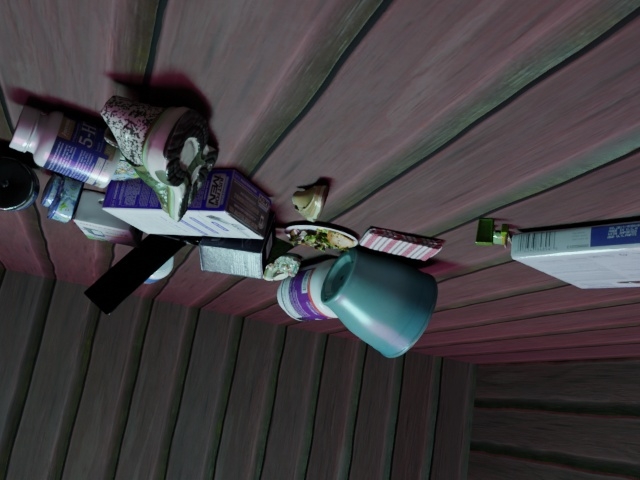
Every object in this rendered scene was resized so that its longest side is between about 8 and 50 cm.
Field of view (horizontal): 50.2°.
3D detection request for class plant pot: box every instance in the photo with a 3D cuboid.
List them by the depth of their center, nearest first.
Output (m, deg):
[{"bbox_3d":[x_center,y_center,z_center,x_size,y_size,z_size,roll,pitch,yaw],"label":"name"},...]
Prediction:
[{"bbox_3d":[0.151,0.155,1.951,0.255,0.272,0.271,31,159,-17],"label":"plant pot"}]

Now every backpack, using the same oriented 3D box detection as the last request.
[{"bbox_3d":[-0.643,-0.106,1.691,0.084,0.115,0.105,17,164,-28],"label":"backpack"}]

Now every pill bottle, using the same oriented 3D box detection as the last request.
[{"bbox_3d":[-0.484,-0.183,1.303,0.186,0.112,0.112,20,162,-27],"label":"pill bottle"},{"bbox_3d":[-0.729,-0.129,1.607,0.122,0.123,0.219,14,177,-18],"label":"pill bottle"},{"bbox_3d":[-0.014,0.164,2.187,0.181,0.182,0.323,16,164,-25],"label":"pill bottle"},{"bbox_3d":[-0.566,0.075,2.308,0.124,0.124,0.221,16,165,-23],"label":"pill bottle"}]

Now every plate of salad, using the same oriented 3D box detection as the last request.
[{"bbox_3d":[0.000,0.000,1.824,0.199,0.048,0.200,8,166,2],"label":"plate of salad"}]

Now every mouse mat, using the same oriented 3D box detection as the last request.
[{"bbox_3d":[-0.179,0.022,1.789,0.152,0.007,0.189,24,-147,24],"label":"mouse mat"}]

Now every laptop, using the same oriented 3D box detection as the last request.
[{"bbox_3d":[-0.408,0.102,1.932,0.407,0.237,0.382,15,178,-28],"label":"laptop"}]

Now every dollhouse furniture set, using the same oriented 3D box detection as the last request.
[{"bbox_3d":[0.392,0.001,1.560,0.076,0.059,0.151,3,164,23],"label":"dollhouse furniture set"}]

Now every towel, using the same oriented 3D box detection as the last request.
[{"bbox_3d":[0.205,0.008,1.775,0.196,0.029,0.144,13,165,-4],"label":"towel"}]

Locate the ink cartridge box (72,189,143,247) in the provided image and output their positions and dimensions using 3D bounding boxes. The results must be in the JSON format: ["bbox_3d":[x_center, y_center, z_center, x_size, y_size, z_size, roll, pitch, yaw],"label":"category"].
[{"bbox_3d":[-0.576,-0.056,1.881,0.154,0.093,0.212,12,164,-6],"label":"ink cartridge box"}]

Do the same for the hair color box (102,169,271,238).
[{"bbox_3d":[-0.307,-0.084,1.582,0.338,0.110,0.185,4,164,24],"label":"hair color box"}]

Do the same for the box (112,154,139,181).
[{"bbox_3d":[-0.417,-0.170,1.461,0.206,0.036,0.114,-3,161,40],"label":"box"}]

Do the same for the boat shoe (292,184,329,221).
[{"bbox_3d":[-0.029,-0.084,1.501,0.072,0.068,0.190,22,164,-4],"label":"boat shoe"}]

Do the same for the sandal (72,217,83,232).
[{"bbox_3d":[-0.685,-0.076,1.945,0.040,0.067,0.179,17,158,1],"label":"sandal"}]

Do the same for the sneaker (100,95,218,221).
[{"bbox_3d":[-0.307,-0.168,1.281,0.182,0.158,0.410,30,163,2],"label":"sneaker"}]

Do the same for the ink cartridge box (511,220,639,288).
[{"bbox_3d":[0.655,0.038,1.526,0.330,0.072,0.324,18,163,-40],"label":"ink cartridge box"}]

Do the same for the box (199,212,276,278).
[{"bbox_3d":[-0.203,0.003,1.707,0.158,0.156,0.093,8,131,7],"label":"box"}]

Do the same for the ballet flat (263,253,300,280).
[{"bbox_3d":[-0.152,0.090,2.202,0.091,0.077,0.241,17,164,-31],"label":"ballet flat"}]
